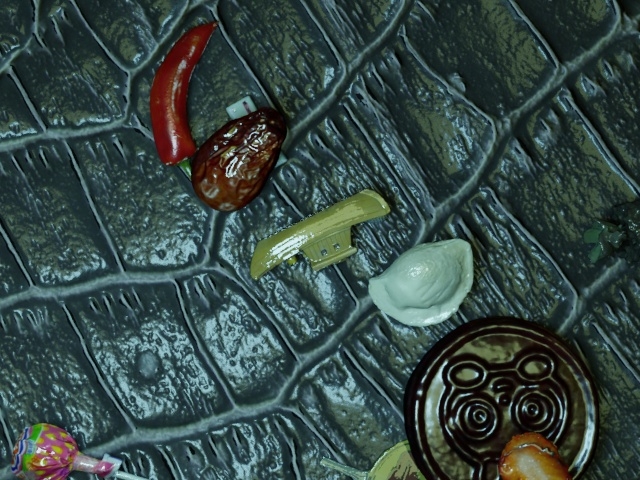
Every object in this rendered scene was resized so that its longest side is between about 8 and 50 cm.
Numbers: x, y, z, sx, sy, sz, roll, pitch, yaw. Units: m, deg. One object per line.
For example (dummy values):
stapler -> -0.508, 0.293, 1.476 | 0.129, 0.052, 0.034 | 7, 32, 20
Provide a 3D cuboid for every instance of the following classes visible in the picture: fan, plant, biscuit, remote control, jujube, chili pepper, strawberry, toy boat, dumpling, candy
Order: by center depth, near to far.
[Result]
strawberry -> 0.425, 0.456, 1.681 | 0.121, 0.082, 0.188 | -31, 99, 17
jujube -> -0.159, -0.165, 1.741 | 0.236, 0.168, 0.168 | -43, 86, 27
candy -> -0.440, 0.468, 1.748 | 0.365, 0.124, 0.124 | 19, 85, -7
biscuit -> 0.372, 0.358, 1.758 | 0.407, 0.091, 0.408 | 0, 85, -3
dumpling -> 0.221, 0.089, 1.771 | 0.215, 0.126, 0.166 | -34, 102, -6
plant -> 0.648, -0.017, 1.773 | 0.203, 0.142, 0.131 | -12, 93, 10
fan -> 0.158, 0.511, 1.784 | 0.334, 0.011, 0.230 | 22, 85, 0
toy boat -> 0.000, 0.000, 1.790 | 0.321, 0.089, 0.122 | -27, 98, -3
chili pepper -> -0.289, -0.292, 1.814 | 0.137, 0.092, 0.369 | 5, 88, -15
remote control -> -0.134, -0.227, 1.836 | 0.065, 0.029, 0.166 | -30, 86, -2
